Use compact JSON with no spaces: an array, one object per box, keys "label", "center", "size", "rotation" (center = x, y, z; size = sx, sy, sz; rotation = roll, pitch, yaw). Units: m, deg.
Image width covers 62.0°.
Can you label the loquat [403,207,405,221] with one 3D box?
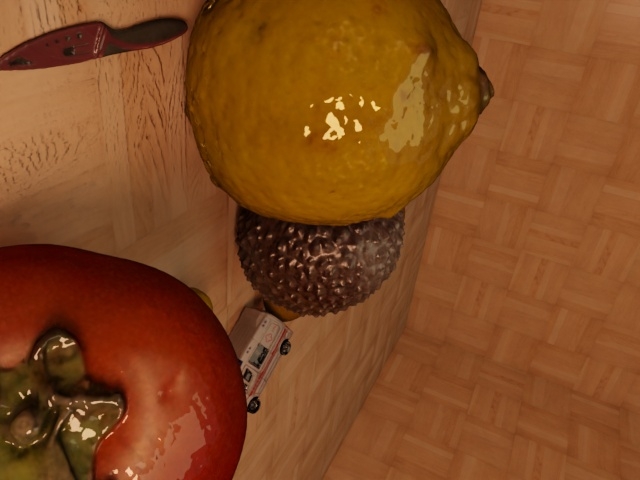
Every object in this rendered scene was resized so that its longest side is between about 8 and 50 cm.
[{"label":"loquat","center":[0.104,-0.059,1.297],"size":[0.213,0.213,0.213],"rotation":[-54,155,-41]}]

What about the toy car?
[{"label":"toy car","center":[-0.144,0.236,1.035],"size":[0.108,0.089,0.209],"rotation":[51,60,-44]}]

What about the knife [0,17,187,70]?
[{"label":"knife","center":[-0.217,-0.204,0.541],"size":[0.247,0.018,0.035],"rotation":[-44,150,-51]}]

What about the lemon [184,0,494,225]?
[{"label":"lemon","center":[0.017,-0.183,0.679],"size":[0.350,0.387,0.349],"rotation":[-3,90,-81]}]

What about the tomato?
[{"label":"tomato","center":[-0.225,0.165,0.470],"size":[0.321,0.321,0.321],"rotation":[-54,155,-41]}]

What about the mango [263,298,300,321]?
[{"label":"mango","center":[-0.022,0.062,1.144],"size":[0.254,0.139,0.175],"rotation":[-43,148,-43]}]

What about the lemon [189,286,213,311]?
[{"label":"lemon","center":[-0.198,0.105,0.814],"size":[0.065,0.065,0.092],"rotation":[-59,152,-33]}]

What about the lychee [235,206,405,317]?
[{"label":"lychee","center":[0.004,0.000,0.924],"size":[0.300,0.300,0.300],"rotation":[-54,155,-41]}]
